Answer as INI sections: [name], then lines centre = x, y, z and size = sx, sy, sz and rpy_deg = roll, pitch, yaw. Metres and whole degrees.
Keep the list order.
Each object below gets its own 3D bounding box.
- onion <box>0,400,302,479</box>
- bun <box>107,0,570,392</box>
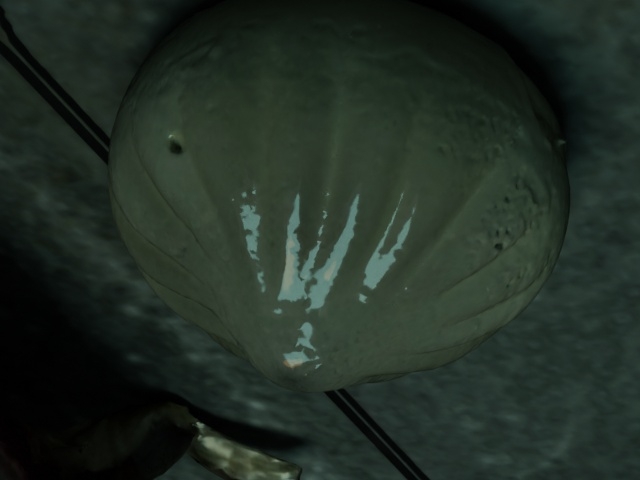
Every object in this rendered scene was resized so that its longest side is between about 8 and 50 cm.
[onion]
centre = -0.210, 0.114, 0.624
size = 0.256, 0.272, 0.230
rpy_deg = -27, 103, 35
[bun]
centre = 0.000, 0.000, 0.494
size = 0.138, 0.094, 0.138
rpy_deg = 11, 147, 7
